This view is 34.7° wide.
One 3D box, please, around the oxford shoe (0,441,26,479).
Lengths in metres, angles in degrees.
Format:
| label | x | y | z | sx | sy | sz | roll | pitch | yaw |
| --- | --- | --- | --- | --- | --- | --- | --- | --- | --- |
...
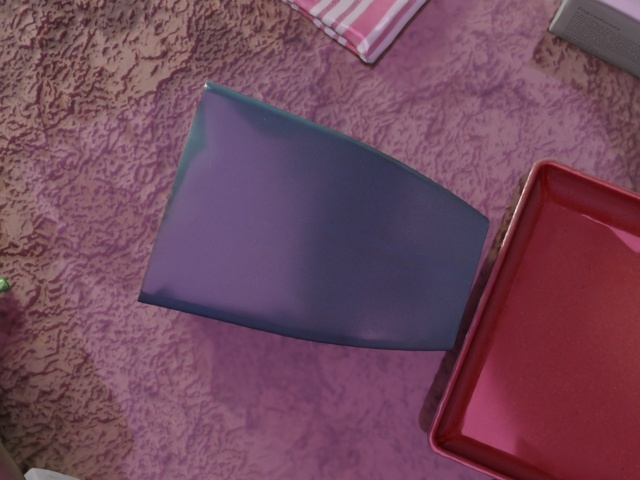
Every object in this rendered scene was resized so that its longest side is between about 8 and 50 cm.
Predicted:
| label | x | y | z | sx | sy | sz | roll | pitch | yaw |
| --- | --- | --- | --- | --- | --- | --- | --- | --- | --- |
| oxford shoe | -0.381 | 0.242 | 0.768 | 0.397 | 0.140 | 0.146 | -34 | 107 | 28 |

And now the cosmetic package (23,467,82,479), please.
| label | x | y | z | sx | sy | sz | roll | pitch | yaw |
| --- | --- | --- | --- | --- | --- | --- | --- | --- | --- |
| cosmetic package | -0.263 | 0.306 | 0.815 | 0.231 | 0.085 | 0.117 | -43 | 59 | 1 |

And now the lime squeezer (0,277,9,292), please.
| label | x | y | z | sx | sy | sz | roll | pitch | yaw |
| --- | --- | --- | --- | --- | --- | --- | --- | --- | --- |
| lime squeezer | -0.372 | 0.160 | 0.863 | 0.110 | 0.059 | 0.310 | 21 | 86 | 5 |

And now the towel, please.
| label | x | y | z | sx | sy | sz | roll | pitch | yaw |
| --- | --- | --- | --- | --- | --- | --- | --- | --- | --- |
| towel | 0.013 | -0.264 | 0.890 | 0.197 | 0.029 | 0.144 | 38 | 89 | 5 |

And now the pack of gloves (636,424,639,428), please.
| label | x | y | z | sx | sy | sz | roll | pitch | yaw |
| --- | --- | --- | --- | --- | --- | --- | --- | --- | --- |
| pack of gloves | 0.280 | 0.236 | 0.828 | 0.195 | 0.046 | 0.232 | -41 | 85 | 0 |

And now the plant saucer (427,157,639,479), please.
| label | x | y | z | sx | sy | sz | roll | pitch | yaw |
| --- | --- | --- | --- | --- | --- | --- | --- | --- | --- |
| plant saucer | 0.247 | 0.098 | 0.824 | 0.258 | 0.048 | 0.259 | 22 | 77 | 5 |

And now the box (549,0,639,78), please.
| label | x | y | z | sx | sy | sz | roll | pitch | yaw |
| --- | --- | --- | --- | --- | --- | --- | --- | --- | --- |
| box | 0.312 | -0.220 | 0.825 | 0.182 | 0.119 | 0.181 | 29 | 88 | 5 |

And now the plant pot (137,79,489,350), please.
| label | x | y | z | sx | sy | sz | roll | pitch | yaw |
| --- | --- | --- | --- | --- | --- | --- | --- | --- | --- |
| plant pot | 0.000 | 0.000 | 0.809 | 0.234 | 0.165 | 0.165 | 16 | 86 | -4 |
